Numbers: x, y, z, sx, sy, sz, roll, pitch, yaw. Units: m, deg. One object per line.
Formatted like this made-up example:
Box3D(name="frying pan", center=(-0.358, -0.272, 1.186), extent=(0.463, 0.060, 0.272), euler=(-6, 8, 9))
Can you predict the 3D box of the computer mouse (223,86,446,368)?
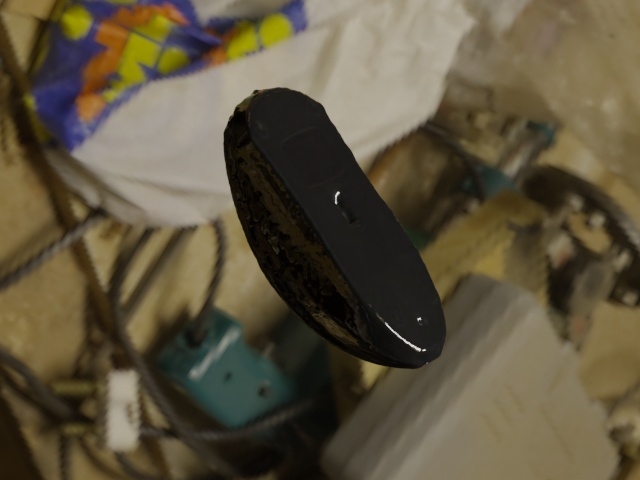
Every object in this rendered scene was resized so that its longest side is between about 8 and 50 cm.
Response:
Box3D(name="computer mouse", center=(0.000, 0.000, 1.409), extent=(0.086, 0.269, 0.137), euler=(-33, 179, 31))
